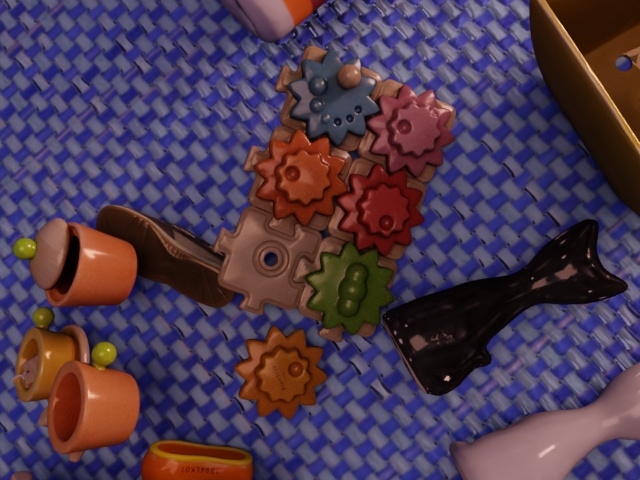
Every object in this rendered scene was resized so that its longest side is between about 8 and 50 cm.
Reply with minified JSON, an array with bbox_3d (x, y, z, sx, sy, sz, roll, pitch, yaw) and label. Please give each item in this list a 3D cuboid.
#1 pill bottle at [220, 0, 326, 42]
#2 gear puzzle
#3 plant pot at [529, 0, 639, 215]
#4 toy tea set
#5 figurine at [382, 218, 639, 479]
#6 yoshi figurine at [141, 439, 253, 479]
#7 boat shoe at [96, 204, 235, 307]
[{"bbox_3d":[0.034,-0.377,0.568,0.392,0.224,0.224,-40,82,3],"label":"pill bottle"},{"bbox_3d":[0.000,0.000,0.607,0.176,0.044,0.338,21,88,-12],"label":"gear puzzle"},{"bbox_3d":[0.295,-0.135,0.536,0.212,0.187,0.212,-30,82,3],"label":"plant pot"},{"bbox_3d":[-0.244,0.146,0.559,0.200,0.124,0.335,-28,59,40],"label":"toy tea set"},{"bbox_3d":[0.194,0.114,0.583,0.210,0.092,0.214,-27,84,0],"label":"figurine"},{"bbox_3d":[-0.150,0.366,0.560,0.203,0.204,0.361,10,89,24],"label":"yoshi figurine"},{"bbox_3d":[-0.144,0.013,0.648,0.152,0.049,0.056,33,109,4],"label":"boat shoe"}]
